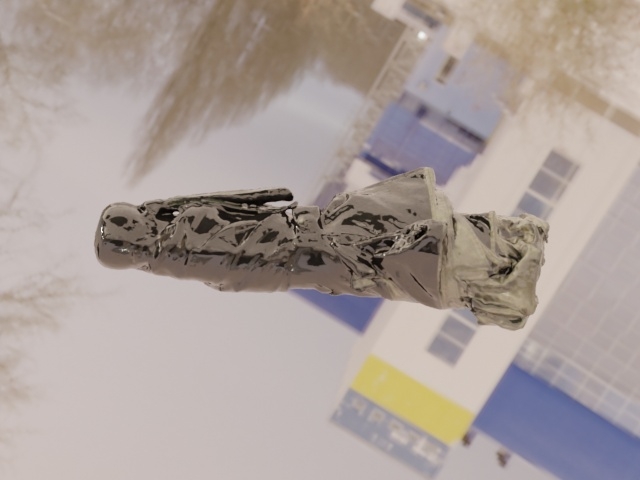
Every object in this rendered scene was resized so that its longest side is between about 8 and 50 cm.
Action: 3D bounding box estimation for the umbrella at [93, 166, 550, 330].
[{"bbox_3d":[0.000,0.000,0.938,0.357,0.106,0.113,5,-158,2],"label":"umbrella"}]
